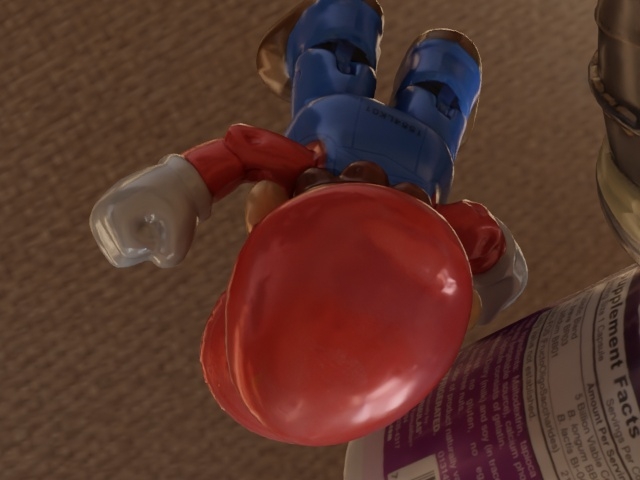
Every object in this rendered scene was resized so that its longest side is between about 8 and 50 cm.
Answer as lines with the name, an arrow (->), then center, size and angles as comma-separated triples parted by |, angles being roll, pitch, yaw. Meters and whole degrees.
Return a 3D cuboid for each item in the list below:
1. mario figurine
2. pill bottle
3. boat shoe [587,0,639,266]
mario figurine -> 0.000, 0.000, 1.004 | 0.320, 0.198, 0.170 | -76, 158, -56
pill bottle -> 0.170, 0.098, 0.960 | 0.169, 0.301, 0.169 | 30, 46, -36
boat shoe -> 0.248, -0.070, 0.562 | 0.132, 0.355, 0.130 | -79, 154, -53
